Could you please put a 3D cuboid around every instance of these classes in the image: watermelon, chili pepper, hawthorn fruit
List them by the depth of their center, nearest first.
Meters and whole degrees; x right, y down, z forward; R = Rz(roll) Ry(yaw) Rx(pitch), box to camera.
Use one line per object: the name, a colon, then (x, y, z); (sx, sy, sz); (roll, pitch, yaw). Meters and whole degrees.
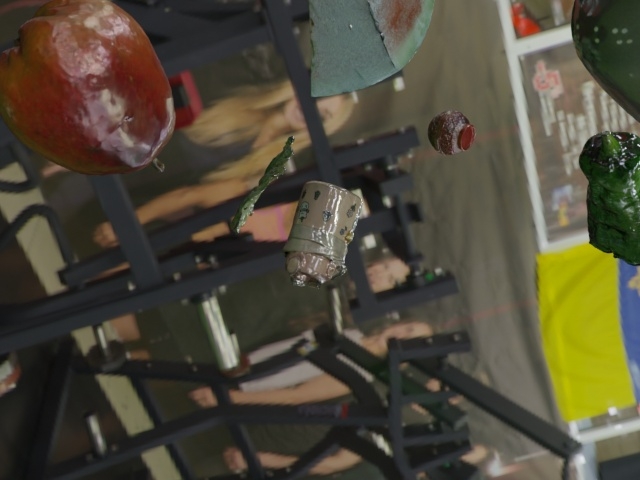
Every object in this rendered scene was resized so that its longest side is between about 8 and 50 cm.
hawthorn fruit: (-0.290, -0.184, 1.189); (0.261, 0.224, 0.224); (43, 17, -21)
chili pepper: (0.474, -0.076, 1.448); (0.136, 0.099, 0.270); (61, -3, 45)
watermelon: (0.064, -0.462, 1.738); (0.258, 0.228, 0.387); (35, 75, -43)

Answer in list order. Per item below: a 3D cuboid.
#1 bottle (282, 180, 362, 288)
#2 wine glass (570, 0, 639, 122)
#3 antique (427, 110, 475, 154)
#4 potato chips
bottle: (-0.001, 0.000, 1.299); (0.099, 0.099, 0.152); (56, 49, -75)
wine glass: (0.342, -0.268, 0.885); (0.323, 0.238, 0.238); (51, 15, -25)
antique: (0.283, -0.236, 1.992); (0.104, 0.104, 0.104); (-16, 90, -85)
potato chips: (-0.092, -0.076, 1.401); (0.207, 0.028, 0.092); (-50, -174, 48)
